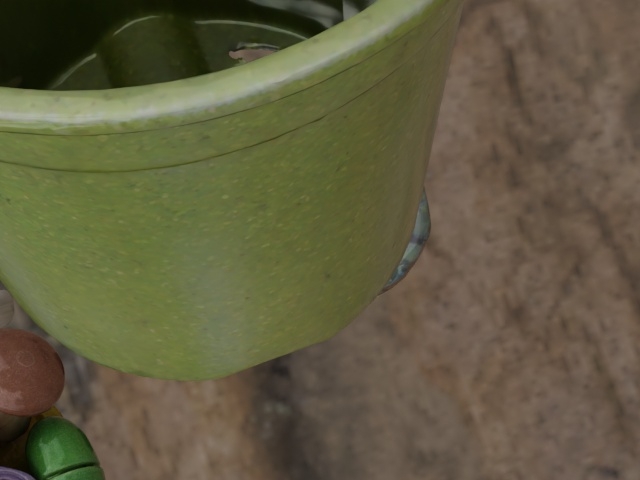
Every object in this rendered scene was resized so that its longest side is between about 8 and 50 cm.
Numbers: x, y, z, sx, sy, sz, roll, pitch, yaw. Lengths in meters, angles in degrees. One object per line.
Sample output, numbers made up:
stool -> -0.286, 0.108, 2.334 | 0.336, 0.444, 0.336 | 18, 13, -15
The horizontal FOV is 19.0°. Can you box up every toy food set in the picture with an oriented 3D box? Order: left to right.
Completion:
toy food set -> -0.171, 0.106, 0.983 | 0.071, 0.128, 0.218 | -52, 53, 45

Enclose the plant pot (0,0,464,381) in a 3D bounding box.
plant pot -> -0.056, -0.083, 0.683 | 0.276, 0.276, 0.254 | 51, 163, 28

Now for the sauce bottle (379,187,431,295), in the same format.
sauce bottle -> 0.000, 0.000, 1.379 | 0.344, 0.111, 0.111 | 148, 105, -81
